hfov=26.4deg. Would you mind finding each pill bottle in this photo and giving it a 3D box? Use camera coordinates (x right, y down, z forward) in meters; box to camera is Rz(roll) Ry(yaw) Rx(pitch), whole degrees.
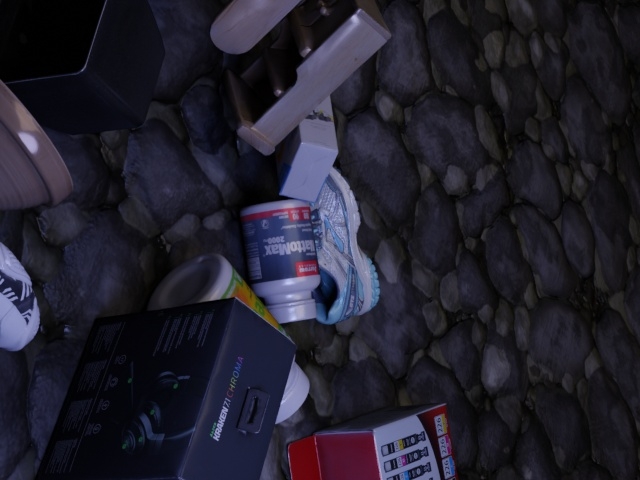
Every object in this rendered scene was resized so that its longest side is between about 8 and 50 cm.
[{"bbox_3d":[-0.057,0.033,2.053,0.108,0.108,0.180,-6,86,-51],"label":"pill bottle"},{"bbox_3d":[-0.121,0.146,1.924,0.245,0.136,0.136,53,46,-30],"label":"pill bottle"}]

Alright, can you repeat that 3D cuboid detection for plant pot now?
[{"bbox_3d":[-0.308,-0.235,1.760,0.167,0.188,0.187,48,47,-49],"label":"plant pot"},{"bbox_3d":[-0.406,-0.112,1.589,0.110,0.237,0.237,-44,119,-18],"label":"plant pot"}]

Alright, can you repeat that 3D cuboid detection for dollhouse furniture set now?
[{"bbox_3d":[-0.137,-0.350,1.915,0.394,0.256,0.362,36,21,-32],"label":"dollhouse furniture set"}]

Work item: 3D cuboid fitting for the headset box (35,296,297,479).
[{"bbox_3d":[-0.185,0.216,1.712,0.131,0.283,0.246,41,51,-37],"label":"headset box"}]

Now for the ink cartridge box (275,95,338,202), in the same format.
[{"bbox_3d":[-0.025,-0.157,2.053,0.062,0.104,0.181,12,39,-16],"label":"ink cartridge box"}]

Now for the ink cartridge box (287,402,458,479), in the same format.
[{"bbox_3d":[0.099,0.435,2.137,0.272,0.130,0.309,-11,90,-50],"label":"ink cartridge box"}]

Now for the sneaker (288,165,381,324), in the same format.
[{"bbox_3d":[0.000,0.000,2.135,0.122,0.110,0.283,-31,103,-40],"label":"sneaker"}]

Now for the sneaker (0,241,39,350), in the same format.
[{"bbox_3d":[-0.473,0.039,1.525,0.210,0.137,0.366,-51,134,-28],"label":"sneaker"}]
